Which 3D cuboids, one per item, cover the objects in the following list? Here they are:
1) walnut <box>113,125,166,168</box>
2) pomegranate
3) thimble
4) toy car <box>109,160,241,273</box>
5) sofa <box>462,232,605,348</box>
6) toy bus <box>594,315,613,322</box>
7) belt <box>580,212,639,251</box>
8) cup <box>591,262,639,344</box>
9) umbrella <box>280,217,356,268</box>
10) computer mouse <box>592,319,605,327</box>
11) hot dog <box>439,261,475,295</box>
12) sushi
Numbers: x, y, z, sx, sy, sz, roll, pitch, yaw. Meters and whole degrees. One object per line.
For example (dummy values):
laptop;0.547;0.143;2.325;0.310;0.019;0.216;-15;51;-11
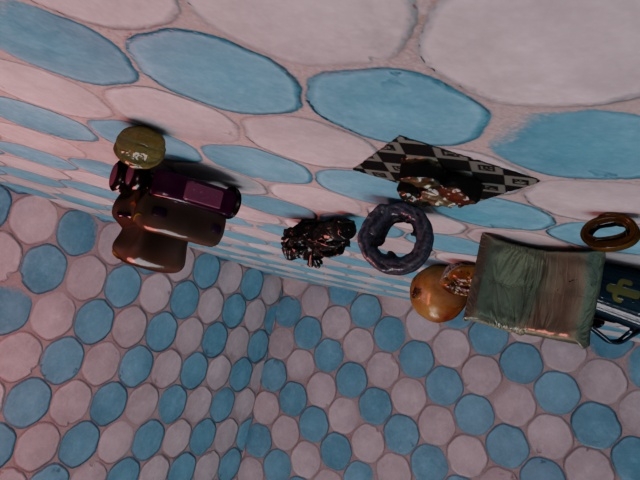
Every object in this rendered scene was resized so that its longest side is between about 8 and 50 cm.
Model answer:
walnut;-0.324;-0.167;1.014;0.092;0.092;0.092;13;172;2
pomegranate;0.374;0.165;1.799;0.191;0.191;0.191;13;172;2
thimble;0.154;-0.002;1.141;0.150;0.150;0.098;10;176;18
toy car;-0.359;-0.044;1.319;0.271;0.241;0.340;17;174;-34
sofa;0.450;0.101;1.185;0.176;0.210;0.225;21;172;-35
toy bus;0.621;0.136;1.529;0.408;0.093;0.092;15;179;-10
belt;0.462;-0.013;0.899;0.083;0.059;0.036;-8;161;38
cup;0.634;0.133;1.238;0.155;0.177;0.131;18;174;6
umbrella;0.009;0.005;1.495;0.154;0.128;0.336;21;166;-32
computer mouse;0.775;0.212;1.779;0.233;0.097;0.137;11;167;44
hot dog;0.479;0.125;1.653;0.252;0.069;0.131;10;143;4
sushi;0.184;-0.082;0.896;0.231;0.047;0.219;15;171;-12
